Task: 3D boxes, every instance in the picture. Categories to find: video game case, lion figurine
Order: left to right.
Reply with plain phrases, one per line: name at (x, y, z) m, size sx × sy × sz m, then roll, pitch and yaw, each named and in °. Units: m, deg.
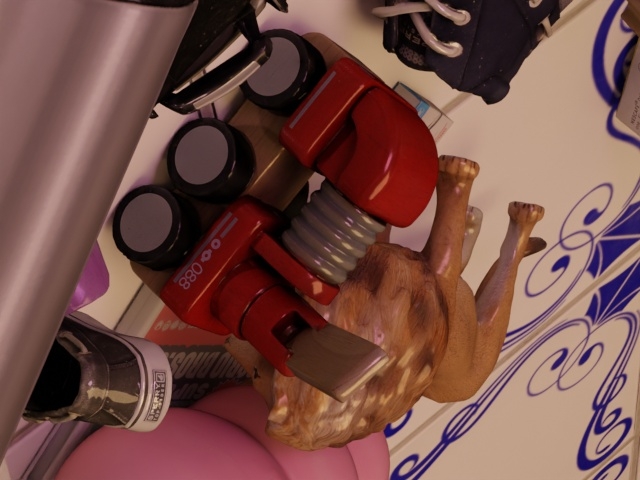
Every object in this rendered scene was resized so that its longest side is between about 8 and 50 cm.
video game case at (-0.135, 0.142, 1.469) m, size 0.204 × 0.025 × 0.285 m, roll 4°, pitch 124°, yaw -56°
lion figurine at (0.084, 0.065, 1.460) m, size 0.392 × 0.142 × 0.240 m, roll 21°, pitch 80°, yaw -57°

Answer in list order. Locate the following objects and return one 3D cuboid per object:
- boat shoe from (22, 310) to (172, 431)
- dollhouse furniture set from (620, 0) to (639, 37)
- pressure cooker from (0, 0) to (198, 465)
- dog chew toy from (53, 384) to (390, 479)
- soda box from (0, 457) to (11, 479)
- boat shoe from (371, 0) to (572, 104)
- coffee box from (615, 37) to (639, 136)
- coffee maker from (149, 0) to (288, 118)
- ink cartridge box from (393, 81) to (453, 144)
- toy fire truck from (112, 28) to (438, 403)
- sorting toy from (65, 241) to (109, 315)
boat shoe at (-0.178, 0.081, 1.180) m, size 0.070 × 0.219 × 0.078 m, roll 8°, pitch 86°, yaw -34°
dollhouse furniture set at (0.346, -0.228, 1.298) m, size 0.198 × 0.303 × 0.286 m, roll -34°, pitch 158°, yaw -10°
pressure cooker at (-0.277, -0.015, 0.668) m, size 0.375 × 0.370 × 0.420 m, roll 21°, pitch 102°, yaw -15°
dog chew toy at (-0.063, 0.208, 1.426) m, size 0.332 × 0.206 × 0.206 m, roll -22°, pitch 144°, yaw -50°
soda box at (-0.261, 0.127, 1.239) m, size 0.063 × 0.058 × 0.183 m, roll -34°, pitch 150°, yaw -23°
boat shoe at (0.091, -0.193, 1.228) m, size 0.158 × 0.127 × 0.340 m, roll -58°, pitch 152°, yaw 5°
coffee box at (0.521, -0.202, 1.589) m, size 0.337 × 0.334 × 0.338 m, roll -27°, pitch 144°, yaw -31°
coffee maker at (-0.133, -0.128, 1.049) m, size 0.178 × 0.120 × 0.171 m, roll -48°, pitch 129°, yaw 0°
ink cartridge box at (0.075, -0.090, 1.448) m, size 0.048 × 0.028 × 0.083 m, roll -51°, pitch 152°, yaw 9°
toy fire truck at (0.000, 0.000, 1.230) m, size 0.217 × 0.246 × 0.158 m, roll -50°, pitch 152°, yaw 7°
sorting toy at (-0.293, 0.052, 1.067) m, size 0.365 × 0.126 × 0.127 m, roll -32°, pitch -168°, yaw -32°
